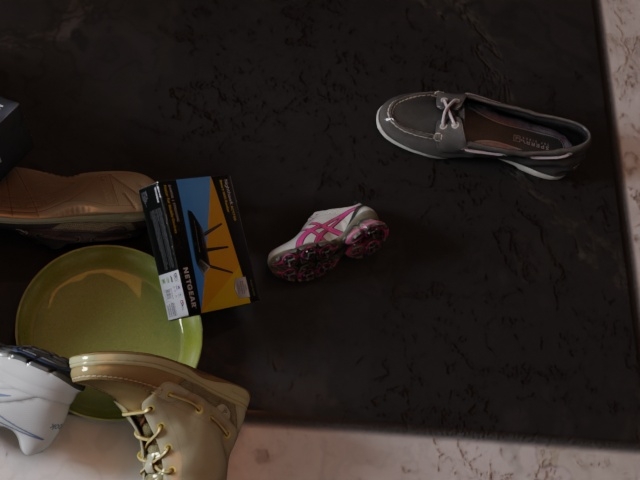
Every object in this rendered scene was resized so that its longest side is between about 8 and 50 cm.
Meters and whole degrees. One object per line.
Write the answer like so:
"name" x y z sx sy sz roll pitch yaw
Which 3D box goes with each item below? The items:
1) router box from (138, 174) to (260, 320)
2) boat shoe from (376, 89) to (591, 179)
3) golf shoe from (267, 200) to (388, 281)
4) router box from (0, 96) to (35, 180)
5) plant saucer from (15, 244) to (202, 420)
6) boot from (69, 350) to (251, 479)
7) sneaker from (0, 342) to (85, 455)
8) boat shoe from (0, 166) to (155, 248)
"router box" -0.159 0.007 1.586 0.133 0.046 0.179 -10 85 -48
"boat shoe" 0.256 -0.177 1.843 0.335 0.095 0.112 11 63 -14
"golf shoe" 0.000 0.000 1.700 0.186 0.067 0.086 -20 47 -25
"router box" -0.547 -0.084 1.475 0.243 0.081 0.309 22 55 22
"plant saucer" -0.274 0.122 1.558 0.241 0.037 0.241 7 64 -15
"boot" -0.202 0.250 1.445 0.262 0.095 0.203 26 65 -43
"sneaker" -0.438 0.164 1.442 0.297 0.111 0.129 22 93 7
"boat shoe" -0.352 -0.035 1.571 0.285 0.092 0.103 -3 44 -24
